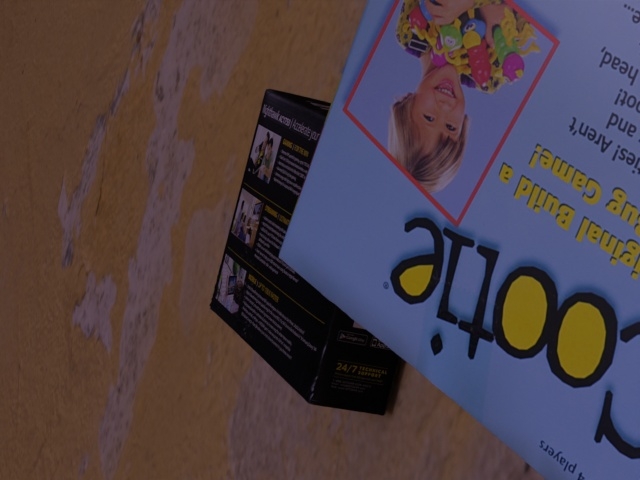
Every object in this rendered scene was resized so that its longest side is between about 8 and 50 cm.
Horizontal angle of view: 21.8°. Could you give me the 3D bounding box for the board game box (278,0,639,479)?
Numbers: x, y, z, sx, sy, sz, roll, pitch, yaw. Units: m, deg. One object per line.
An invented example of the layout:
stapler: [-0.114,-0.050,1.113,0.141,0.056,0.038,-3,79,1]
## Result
board game box: [0.123,-0.083,0.419,0.144,0.142,0.275,39,119,38]

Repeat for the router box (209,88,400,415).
router box: [0.000,0.000,0.869,0.179,0.046,0.133,-145,68,-66]
